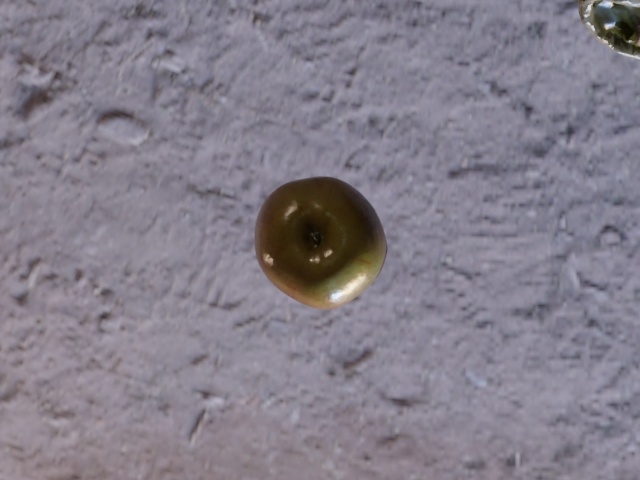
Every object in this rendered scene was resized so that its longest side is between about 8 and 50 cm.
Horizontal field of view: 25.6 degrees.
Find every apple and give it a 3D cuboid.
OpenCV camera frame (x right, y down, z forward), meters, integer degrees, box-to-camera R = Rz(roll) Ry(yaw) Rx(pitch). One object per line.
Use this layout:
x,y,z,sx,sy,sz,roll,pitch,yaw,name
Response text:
0.000,0.000,0.860,0.084,0.071,0.084,0,83,-2,apple

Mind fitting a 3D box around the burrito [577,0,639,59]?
0.255,-0.261,0.890,0.190,0.332,0.135,1,156,10,burrito
